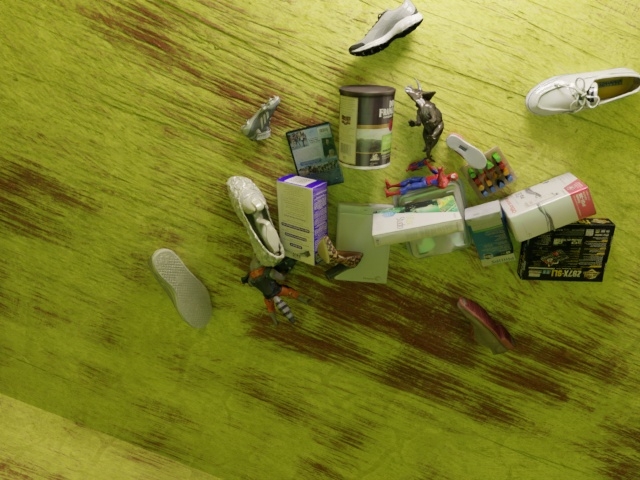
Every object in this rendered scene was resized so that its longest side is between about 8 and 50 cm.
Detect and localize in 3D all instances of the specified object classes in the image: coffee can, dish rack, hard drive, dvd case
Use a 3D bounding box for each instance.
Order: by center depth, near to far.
[{"bbox_3d":[0.166,-0.419,1.750,0.202,0.201,0.275,3,115,6],"label":"coffee can"},{"bbox_3d":[-0.021,-0.333,1.913,0.181,0.022,0.252,-11,113,13],"label":"dvd case"},{"bbox_3d":[0.466,-0.080,1.939,0.286,0.072,0.332,-15,113,13],"label":"dish rack"},{"bbox_3d":[0.181,0.013,2.031,0.233,0.047,0.352,4,115,6],"label":"hard drive"}]

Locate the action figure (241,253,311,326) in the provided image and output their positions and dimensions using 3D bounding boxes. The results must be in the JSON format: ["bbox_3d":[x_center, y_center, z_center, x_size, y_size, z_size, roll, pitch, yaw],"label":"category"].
[{"bbox_3d":[-0.177,0.185,2.086,0.341,0.178,0.330,-32,107,16],"label":"action figure"}]

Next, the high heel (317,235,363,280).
[{"bbox_3d":[0.087,0.035,1.925,0.186,0.093,0.261,-30,142,-16],"label":"high heel"}]

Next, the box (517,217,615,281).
[{"bbox_3d":[0.982,0.037,1.920,0.322,0.079,0.257,0,116,7],"label":"box"}]

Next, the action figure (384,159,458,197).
[{"bbox_3d":[0.383,-0.250,1.834,0.281,0.091,0.139,-6,136,15],"label":"action figure"}]

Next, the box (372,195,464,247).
[{"bbox_3d":[0.356,-0.075,1.787,0.322,0.232,0.058,-10,115,11],"label":"box"}]

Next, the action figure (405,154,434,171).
[{"bbox_3d":[0.388,-0.298,1.872,0.115,0.030,0.038,-23,115,19],"label":"action figure"}]

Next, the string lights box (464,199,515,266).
[{"bbox_3d":[0.676,-0.022,1.893,0.133,0.076,0.259,-15,125,24],"label":"string lights box"}]

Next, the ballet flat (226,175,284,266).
[{"bbox_3d":[-0.246,-0.088,1.950,0.147,0.147,0.408,-22,96,17],"label":"ballet flat"}]

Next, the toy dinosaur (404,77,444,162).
[{"bbox_3d":[0.408,-0.430,1.751,0.121,0.160,0.313,-2,135,44],"label":"toy dinosaur"}]

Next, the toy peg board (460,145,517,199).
[{"bbox_3d":[0.653,-0.248,1.831,0.161,0.079,0.160,-33,106,20],"label":"toy peg board"}]

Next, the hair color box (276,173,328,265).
[{"bbox_3d":[-0.071,-0.085,1.946,0.185,0.110,0.338,17,120,33],"label":"hair color box"}]

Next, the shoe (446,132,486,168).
[{"bbox_3d":[0.550,-0.341,1.791,0.178,0.081,0.063,37,118,0],"label":"shoe"}]

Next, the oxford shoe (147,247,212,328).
[{"bbox_3d":[-0.643,0.217,2.198,0.130,0.169,0.449,10,134,49],"label":"oxford shoe"}]

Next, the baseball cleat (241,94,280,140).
[{"bbox_3d":[-0.213,-0.470,1.860,0.206,0.072,0.109,-34,120,25],"label":"baseball cleat"}]

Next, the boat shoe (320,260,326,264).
[{"bbox_3d":[0.000,0.000,2.051,0.075,0.065,0.206,-6,107,51],"label":"boat shoe"}]

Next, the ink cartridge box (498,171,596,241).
[{"bbox_3d":[0.840,-0.126,1.790,0.283,0.207,0.117,-23,109,17],"label":"ink cartridge box"}]

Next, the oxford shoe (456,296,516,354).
[{"bbox_3d":[0.704,0.390,2.095,0.348,0.123,0.130,43,118,-11],"label":"oxford shoe"}]

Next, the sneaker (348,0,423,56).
[{"bbox_3d":[0.217,-0.735,1.666,0.272,0.100,0.108,-27,94,15],"label":"sneaker"}]

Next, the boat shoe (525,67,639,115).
[{"bbox_3d":[0.910,-0.502,1.637,0.367,0.156,0.135,-7,113,10],"label":"boat shoe"}]
